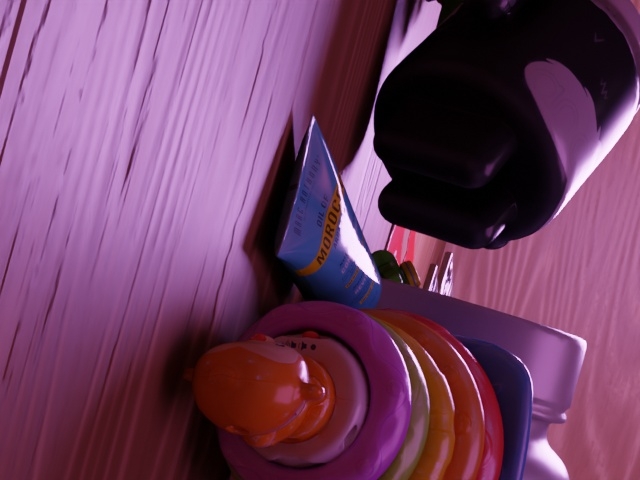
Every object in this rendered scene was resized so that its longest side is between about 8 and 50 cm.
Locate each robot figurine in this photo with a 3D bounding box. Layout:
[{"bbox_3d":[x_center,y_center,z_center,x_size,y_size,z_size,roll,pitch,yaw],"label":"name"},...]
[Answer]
[{"bbox_3d":[0.150,-0.111,1.093,0.278,0.173,0.209,-46,-179,-38],"label":"robot figurine"}]

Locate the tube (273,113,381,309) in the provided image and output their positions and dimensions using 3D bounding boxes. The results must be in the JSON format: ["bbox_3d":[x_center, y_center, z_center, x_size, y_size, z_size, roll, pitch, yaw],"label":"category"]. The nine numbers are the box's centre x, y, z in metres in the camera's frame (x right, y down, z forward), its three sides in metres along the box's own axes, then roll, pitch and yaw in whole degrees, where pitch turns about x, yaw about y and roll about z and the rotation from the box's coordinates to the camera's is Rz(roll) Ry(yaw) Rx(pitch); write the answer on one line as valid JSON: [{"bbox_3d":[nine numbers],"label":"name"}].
[{"bbox_3d":[0.000,0.000,0.823,0.207,0.052,0.080,63,34,-70],"label":"tube"}]

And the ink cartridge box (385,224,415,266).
[{"bbox_3d":[0.096,0.142,1.649,0.308,0.091,0.385,88,21,-65],"label":"ink cartridge box"}]

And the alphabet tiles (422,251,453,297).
[{"bbox_3d":[0.092,0.194,1.417,0.285,0.011,0.342,82,24,-54],"label":"alphabet tiles"}]

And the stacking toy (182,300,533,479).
[{"bbox_3d":[0.001,0.094,0.725,0.302,0.175,0.166,43,56,-66],"label":"stacking toy"}]

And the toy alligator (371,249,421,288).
[{"bbox_3d":[0.067,0.044,1.396,0.190,0.056,0.051,77,-11,-75],"label":"toy alligator"}]

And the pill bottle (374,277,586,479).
[{"bbox_3d":[0.056,0.236,1.017,0.224,0.224,0.392,39,66,-82],"label":"pill bottle"}]

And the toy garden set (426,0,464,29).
[{"bbox_3d":[0.140,-0.297,1.240,0.244,0.049,0.204,-61,167,-58],"label":"toy garden set"}]
